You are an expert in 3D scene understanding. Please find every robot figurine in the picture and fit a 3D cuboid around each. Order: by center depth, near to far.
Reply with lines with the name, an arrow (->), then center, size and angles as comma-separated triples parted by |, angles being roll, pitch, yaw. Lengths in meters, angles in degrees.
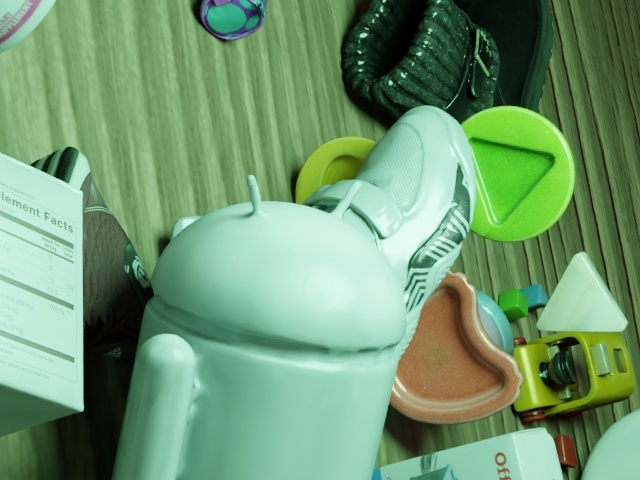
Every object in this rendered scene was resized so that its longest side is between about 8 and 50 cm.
robot figurine -> -0.049, 0.122, 1.336 | 0.300, 0.200, 0.353 | -5, 110, -61

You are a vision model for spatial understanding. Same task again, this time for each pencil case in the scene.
pencil case -> -0.079, -0.274, 1.716 | 0.070, 0.064, 0.152 | 72, 19, -51

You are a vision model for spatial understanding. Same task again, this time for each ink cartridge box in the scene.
ink cartridge box -> 0.132, 0.266, 1.619 | 0.082, 0.190, 0.139 | 7, 67, -56

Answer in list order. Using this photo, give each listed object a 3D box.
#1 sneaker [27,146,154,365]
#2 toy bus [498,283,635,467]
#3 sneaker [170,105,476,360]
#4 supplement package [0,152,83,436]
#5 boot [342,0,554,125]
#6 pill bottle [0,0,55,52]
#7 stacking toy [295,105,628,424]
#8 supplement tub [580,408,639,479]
sneaker -> -0.190, 0.070, 1.316 | 0.162, 0.106, 0.281 | 51, 35, -33
toy bus -> 0.291, 0.151, 2.015 | 0.191, 0.104, 0.202 | 51, 35, -28
sneaker -> 0.000, 0.000, 1.539 | 0.210, 0.137, 0.366 | 40, 67, -36
supplement package -> -0.300, 0.040, 1.003 | 0.204, 0.262, 0.145 | 27, 52, -49
boot -> 0.152, -0.245, 1.997 | 0.260, 0.131, 0.348 | 41, 42, -39
pill bottle -> -0.325, -0.245, 1.224 | 0.283, 0.160, 0.160 | 21, 56, -51
stacking toy -> 0.154, 0.012, 1.733 | 0.309, 0.279, 0.130 | 69, 20, 1
supplement tub -> 0.483, 0.315, 2.092 | 0.331, 0.241, 0.241 | 9, 66, -56
